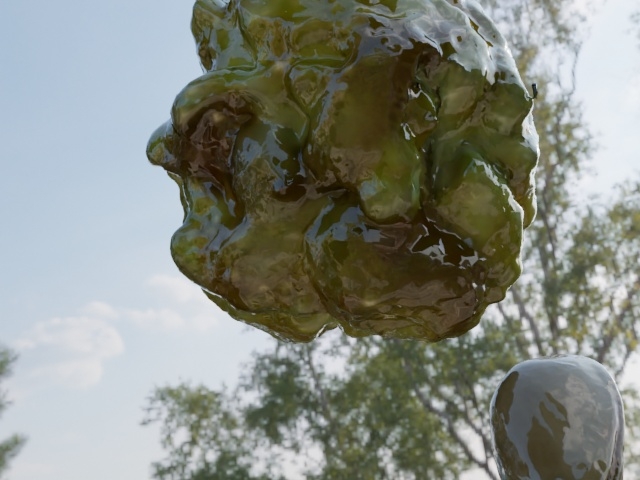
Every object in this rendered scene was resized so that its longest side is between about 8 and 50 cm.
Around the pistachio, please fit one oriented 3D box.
[{"bbox_3d":[0.200,0.169,0.725,0.126,0.185,0.108,-38,-69,27],"label":"pistachio"}]

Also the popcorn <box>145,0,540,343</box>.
[{"bbox_3d":[0.014,-0.067,0.594,0.282,0.282,0.247,-13,4,14],"label":"popcorn"}]

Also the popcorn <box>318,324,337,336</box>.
[{"bbox_3d":[0.000,0.000,0.992,0.259,0.259,0.212,-11,-55,9],"label":"popcorn"}]
